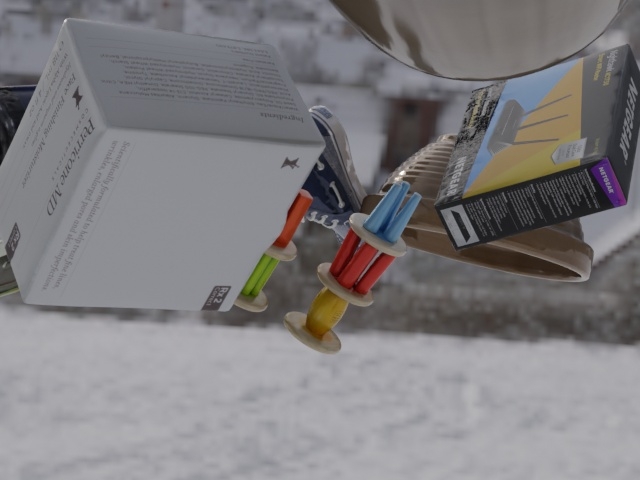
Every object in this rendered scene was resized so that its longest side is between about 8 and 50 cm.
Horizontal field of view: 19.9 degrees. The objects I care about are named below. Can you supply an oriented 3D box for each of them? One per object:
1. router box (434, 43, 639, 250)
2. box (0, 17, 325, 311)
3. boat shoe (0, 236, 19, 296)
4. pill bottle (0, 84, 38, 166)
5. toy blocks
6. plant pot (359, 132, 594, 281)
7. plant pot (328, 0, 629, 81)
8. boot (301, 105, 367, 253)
[{"bbox_3d":[0.165,-0.071,1.350,0.133,0.046,0.179,-16,27,23],"label":"router box"},{"bbox_3d":[-0.124,-0.051,1.349,0.182,0.181,0.119,4,43,-33],"label":"box"},{"bbox_3d":[-0.498,0.048,2.378,0.305,0.091,0.109,-15,35,21],"label":"boat shoe"},{"bbox_3d":[-0.252,-0.080,1.650,0.219,0.122,0.123,-6,11,-34],"label":"pill bottle"},{"bbox_3d":[0.000,0.000,1.433,0.123,0.148,0.054,31,18,-6],"label":"toy blocks"},{"bbox_3d":[0.163,-0.038,1.815,0.237,0.109,0.237,15,-5,1],"label":"plant pot"},{"bbox_3d":[0.075,-0.234,0.965,0.323,0.323,0.280,5,-24,12],"label":"plant pot"},{"bbox_3d":[-0.003,-0.041,1.870,0.086,0.190,0.069,-38,36,-23],"label":"boot"}]
